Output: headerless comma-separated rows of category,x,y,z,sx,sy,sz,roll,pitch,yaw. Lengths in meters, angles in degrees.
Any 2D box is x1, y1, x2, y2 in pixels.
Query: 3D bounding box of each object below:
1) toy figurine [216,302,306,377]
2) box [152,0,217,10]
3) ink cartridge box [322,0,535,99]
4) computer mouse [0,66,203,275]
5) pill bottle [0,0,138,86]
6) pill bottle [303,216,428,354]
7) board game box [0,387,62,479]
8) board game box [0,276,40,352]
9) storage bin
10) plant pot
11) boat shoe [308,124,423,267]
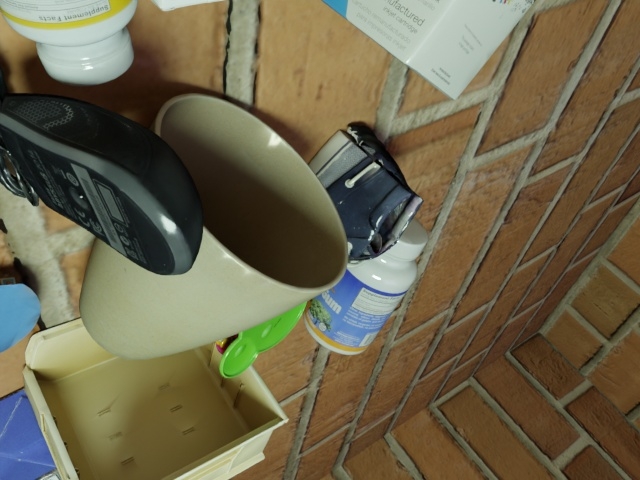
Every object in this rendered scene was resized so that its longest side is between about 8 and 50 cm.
toy figurine,-0.130,0.080,0.832,0.173,0.159,0.130,-52,150,-11
box,-0.092,-0.293,0.430,0.114,0.103,0.203,-22,146,-29
ink cartridge box,0.128,-0.299,0.594,0.233,0.171,0.168,-53,158,18
computer mouse,-0.189,-0.070,0.480,0.072,0.272,0.188,-47,156,-32
pill bottle,-0.192,-0.210,0.426,0.103,0.103,0.184,-28,149,-22
pill bottle,0.084,0.071,1.089,0.152,0.152,0.272,-10,138,-43
board game box,-0.481,0.386,0.860,0.232,0.141,0.291,-25,147,-26
board game box,-0.405,0.084,0.652,0.168,0.033,0.133,-3,139,-41
storage bin,-0.233,0.221,0.807,0.260,0.262,0.123,-18,146,-35
plant pot,-0.152,0.021,0.682,0.274,0.256,0.256,-40,155,28
boat shoe,0.000,0.000,0.884,0.340,0.158,0.127,-51,150,17
